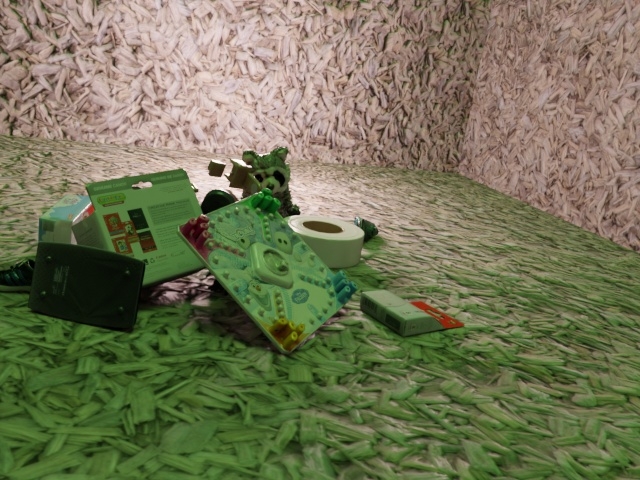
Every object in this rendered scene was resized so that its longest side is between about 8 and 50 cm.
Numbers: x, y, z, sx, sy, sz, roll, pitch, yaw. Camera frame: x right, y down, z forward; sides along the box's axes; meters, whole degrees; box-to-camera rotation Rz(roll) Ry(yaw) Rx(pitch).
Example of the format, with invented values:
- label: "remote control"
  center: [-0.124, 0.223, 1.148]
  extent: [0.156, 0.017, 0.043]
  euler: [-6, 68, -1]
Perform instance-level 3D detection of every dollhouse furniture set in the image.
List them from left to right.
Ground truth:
- label: "dollhouse furniture set"
  center: [-0.386, -0.094, 2.028]
  extent: [0.355, 0.303, 0.174]
  euler: [4, 32, -43]

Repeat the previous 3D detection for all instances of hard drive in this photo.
- label: "hard drive"
  center: [-0.526, 0.099, 1.561]
  extent: [0.254, 0.172, 0.054]
  euler: [10, 1, 7]

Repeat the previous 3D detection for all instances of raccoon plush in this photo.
- label: "raccoon plush"
  center: [-0.241, -0.217, 2.483]
  extent: [0.216, 0.299, 0.446]
  euler: [-18, 25, -27]

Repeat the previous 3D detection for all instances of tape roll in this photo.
- label: "tape roll"
  center: [0.000, 0.000, 2.290]
  extent: [0.286, 0.100, 0.286]
  euler: [9, 17, -3]

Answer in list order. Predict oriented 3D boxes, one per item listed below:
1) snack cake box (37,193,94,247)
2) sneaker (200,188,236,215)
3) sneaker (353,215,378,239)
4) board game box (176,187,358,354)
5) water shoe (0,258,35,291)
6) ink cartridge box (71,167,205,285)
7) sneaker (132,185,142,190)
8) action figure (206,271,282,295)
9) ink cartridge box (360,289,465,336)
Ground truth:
- label: "snack cake box"
  center: [-0.700, -0.023, 1.902]
  extent: [0.089, 0.152, 0.264]
  euler: [6, 16, -7]
- label: "sneaker"
  center: [-0.265, -0.057, 1.934]
  extent: [0.112, 0.319, 0.131]
  euler: [11, 53, 7]
- label: "sneaker"
  center: [0.175, -0.043, 2.566]
  extent: [0.098, 0.083, 0.224]
  euler: [13, 15, -3]
- label: "board game box"
  center: [-0.113, 0.052, 1.711]
  extent: [0.390, 0.050, 0.390]
  euler: [48, 30, 6]
- label: "water shoe"
  center: [-0.721, 0.080, 1.667]
  extent: [0.203, 0.080, 0.073]
  euler: [6, 16, -9]
- label: "ink cartridge box"
  center: [-0.446, -0.021, 1.741]
  extent: [0.130, 0.272, 0.309]
  euler: [-23, -4, 42]
- label: "sneaker"
  center: [-0.648, -0.113, 2.336]
  extent: [0.130, 0.109, 0.286]
  euler: [-12, 23, -36]
- label: "action figure"
  center: [-0.186, 0.090, 1.816]
  extent: [0.275, 0.141, 0.164]
  euler: [21, 29, 30]
- label: "ink cartridge box"
  center: [0.252, 0.187, 1.867]
  extent: [0.232, 0.066, 0.189]
  euler: [-8, 22, -34]
